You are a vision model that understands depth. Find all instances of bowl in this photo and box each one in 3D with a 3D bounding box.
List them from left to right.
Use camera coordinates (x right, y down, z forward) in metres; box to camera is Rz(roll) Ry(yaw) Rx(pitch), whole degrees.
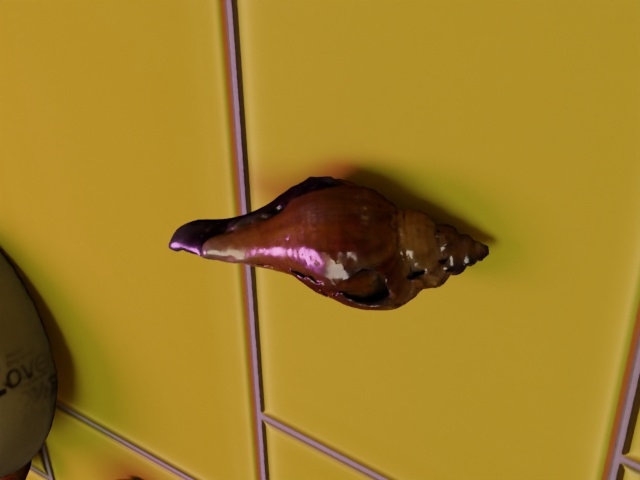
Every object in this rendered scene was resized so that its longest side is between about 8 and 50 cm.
[{"bbox_3d":[-0.467,0.136,1.303,0.353,0.185,0.354,13,117,26],"label":"bowl"}]

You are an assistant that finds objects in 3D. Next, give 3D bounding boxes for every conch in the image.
[{"bbox_3d":[0.003,-0.005,0.892,0.232,0.086,0.080,21,136,25],"label":"conch"}]

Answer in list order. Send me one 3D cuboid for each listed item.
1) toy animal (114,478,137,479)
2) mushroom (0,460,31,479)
[{"bbox_3d":[-0.248,0.366,1.341,0.156,0.230,0.156,12,137,11],"label":"toy animal"},{"bbox_3d":[-0.394,0.249,1.482,0.127,0.087,0.127,27,136,30],"label":"mushroom"}]
